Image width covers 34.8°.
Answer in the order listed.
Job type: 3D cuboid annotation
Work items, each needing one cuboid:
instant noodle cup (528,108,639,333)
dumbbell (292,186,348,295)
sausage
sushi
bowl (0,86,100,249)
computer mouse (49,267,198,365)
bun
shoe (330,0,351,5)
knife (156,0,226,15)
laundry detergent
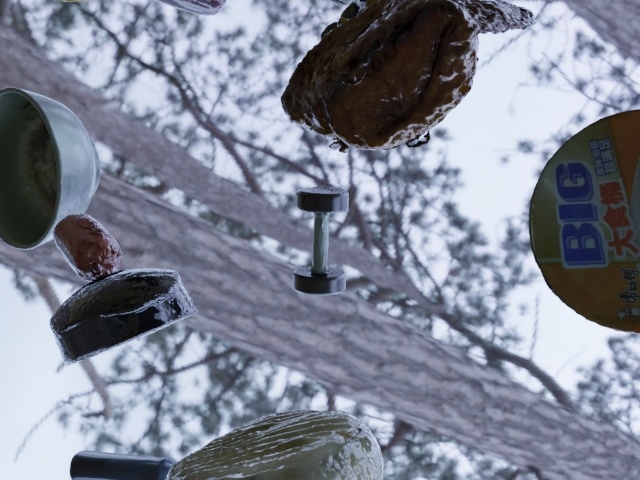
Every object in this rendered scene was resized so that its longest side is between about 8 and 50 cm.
[{"bbox_3d":[0.423,-0.031,1.364,0.296,0.296,0.214,-59,174,10],"label":"instant noodle cup"},{"bbox_3d":[0.000,0.000,1.885,0.100,0.100,0.191,17,-72,55],"label":"dumbbell"},{"bbox_3d":[-0.316,0.010,1.390,0.141,0.076,0.076,36,-80,52],"label":"sausage"},{"bbox_3d":[0.093,-0.214,1.214,0.296,0.167,0.179,-41,-167,22],"label":"sushi"},{"bbox_3d":[-0.496,-0.133,1.854,0.289,0.146,0.289,7,-79,41],"label":"bowl"},{"bbox_3d":[-0.243,0.085,1.266,0.295,0.168,0.087,136,-68,-83],"label":"computer mouse"},{"bbox_3d":[-0.044,0.266,1.047,0.239,0.239,0.141,-15,-83,48],"label":"bun"},{"bbox_3d":[0.049,-0.398,1.436,0.143,0.064,0.071,-58,178,29],"label":"shoe"},{"bbox_3d":[-0.241,-0.319,1.199,0.123,0.278,0.053,-49,-150,38],"label":"knife"},{"bbox_3d":[-0.311,0.387,1.709,0.206,0.096,0.061,0,-111,17],"label":"laundry detergent"}]
